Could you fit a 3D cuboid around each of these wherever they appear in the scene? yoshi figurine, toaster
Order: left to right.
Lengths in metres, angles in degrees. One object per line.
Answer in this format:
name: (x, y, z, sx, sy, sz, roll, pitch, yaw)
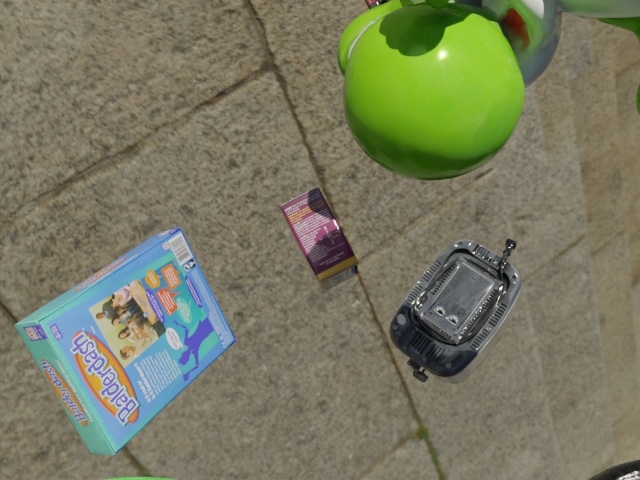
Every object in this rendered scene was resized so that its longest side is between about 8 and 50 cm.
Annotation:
toaster: (0.203, 0.102, 0.971, 0.227, 0.129, 0.146, -52, 156, -9)
yoshi figurine: (0.145, -0.136, 0.374, 0.203, 0.362, 0.204, -21, 88, -48)

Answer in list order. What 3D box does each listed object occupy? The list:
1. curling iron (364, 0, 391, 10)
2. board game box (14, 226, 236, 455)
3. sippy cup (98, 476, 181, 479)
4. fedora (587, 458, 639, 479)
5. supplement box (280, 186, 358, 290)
curling iron: (0.027, -0.343, 0.703, 0.068, 0.274, 0.035, -29, 169, -6)
board game box: (-0.200, 0.102, 0.738, 0.210, 0.047, 0.160, -41, 113, -49)
sippy cup: (-0.190, 0.387, 0.649, 0.305, 0.224, 0.240, 8, 131, -17)
fedora: (0.513, 0.478, 0.990, 0.334, 0.334, 0.153, -27, 112, -18)
supplement box: (0.000, 0.000, 0.644, 0.043, 0.083, 0.055, -27, 167, -2)
